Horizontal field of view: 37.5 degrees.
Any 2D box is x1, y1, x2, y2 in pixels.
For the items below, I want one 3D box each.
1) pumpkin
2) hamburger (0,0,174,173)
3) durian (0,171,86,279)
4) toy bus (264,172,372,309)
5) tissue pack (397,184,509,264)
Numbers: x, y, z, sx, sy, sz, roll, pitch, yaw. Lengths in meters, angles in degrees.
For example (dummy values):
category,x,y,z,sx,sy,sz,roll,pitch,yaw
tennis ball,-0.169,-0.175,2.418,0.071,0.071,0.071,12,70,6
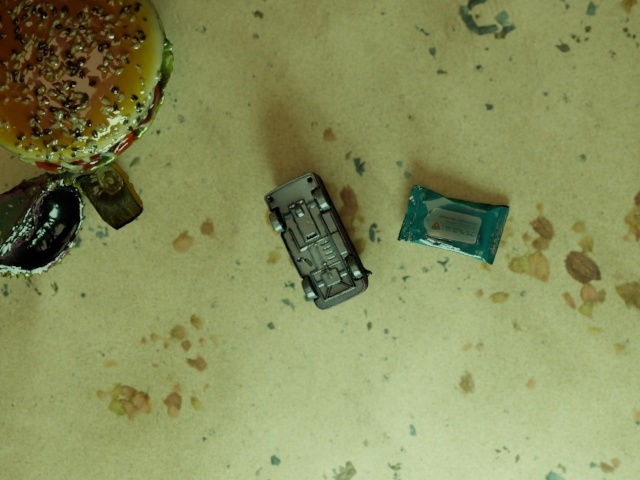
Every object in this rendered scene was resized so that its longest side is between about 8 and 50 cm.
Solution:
category,x,y,z,sx,sy,sz,roll,pitch,yaw
pumpkin,-0.299,-0.068,1.359,0.073,0.035,0.101,-33,91,26
hamburger,-0.339,-0.241,1.263,0.300,0.176,0.301,0,93,2
durian,-0.419,-0.029,1.363,0.187,0.119,0.108,-52,49,-1
toy bus,0.000,0.000,1.291,0.086,0.098,0.178,-26,89,9
tissue pack,0.183,-0.024,1.295,0.137,0.028,0.085,15,102,2
